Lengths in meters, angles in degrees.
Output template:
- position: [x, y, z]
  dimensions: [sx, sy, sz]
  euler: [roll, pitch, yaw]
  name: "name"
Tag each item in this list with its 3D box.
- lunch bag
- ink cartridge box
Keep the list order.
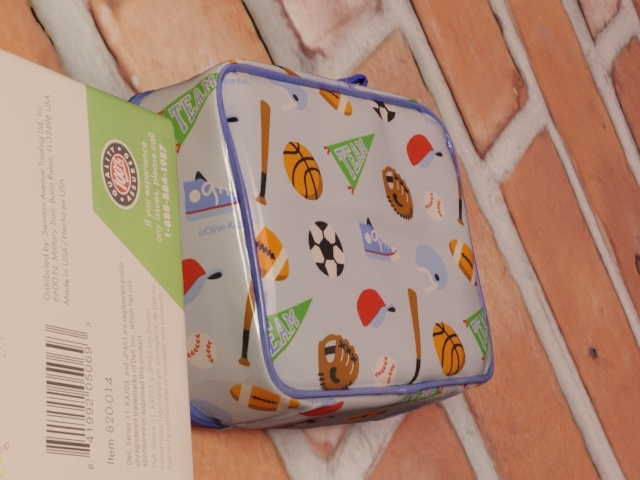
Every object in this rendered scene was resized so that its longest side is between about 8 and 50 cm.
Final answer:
- position: [0.000, 0.000, 0.895]
  dimensions: [0.303, 0.115, 0.243]
  euler: [5, 69, -56]
  name: "lunch bag"
- position: [-0.211, 0.011, 0.551]
  dimensions: [0.353, 0.119, 0.207]
  euler: [20, 60, -53]
  name: "ink cartridge box"
